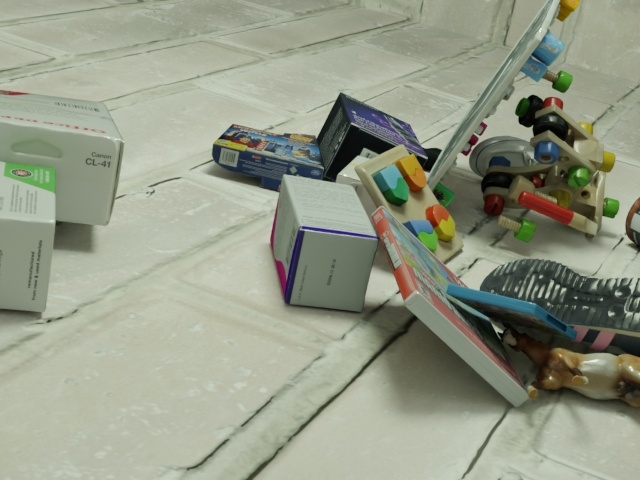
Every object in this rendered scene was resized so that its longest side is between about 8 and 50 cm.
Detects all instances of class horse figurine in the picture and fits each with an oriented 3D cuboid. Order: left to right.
[{"bbox_3d":[0.348,0.168,1.408,0.263,0.066,0.174,8,9,5],"label":"horse figurine"}]

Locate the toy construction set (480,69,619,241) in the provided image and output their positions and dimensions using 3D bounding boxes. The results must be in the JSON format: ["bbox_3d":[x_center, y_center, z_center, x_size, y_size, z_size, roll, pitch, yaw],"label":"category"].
[{"bbox_3d":[0.427,-0.090,1.956,0.237,0.257,0.309,23,33,-8],"label":"toy construction set"}]

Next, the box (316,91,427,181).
[{"bbox_3d":[0.085,-0.161,2.027,0.153,0.108,0.207,23,19,-15],"label":"box"}]

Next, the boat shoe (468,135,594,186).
[{"bbox_3d":[0.414,-0.144,2.228,0.258,0.095,0.084,2,19,-22],"label":"boat shoe"}]

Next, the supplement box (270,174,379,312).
[{"bbox_3d":[0.000,0.000,1.604,0.113,0.111,0.220,7,22,-13],"label":"supplement box"}]

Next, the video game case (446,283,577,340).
[{"bbox_3d":[0.244,0.092,1.457,0.119,0.015,0.166,13,-9,32],"label":"video game case"}]

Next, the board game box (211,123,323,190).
[{"bbox_3d":[-0.077,-0.146,2.014,0.194,0.060,0.194,14,20,5],"label":"board game box"}]

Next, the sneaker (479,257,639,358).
[{"bbox_3d":[0.363,0.111,1.564,0.319,0.131,0.112,13,59,44],"label":"sneaker"}]

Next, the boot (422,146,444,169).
[{"bbox_3d":[0.171,-0.161,2.210,0.099,0.045,0.121,-4,19,-41],"label":"boot"}]

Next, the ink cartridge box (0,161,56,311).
[{"bbox_3d":[-0.470,-0.020,1.383,0.289,0.122,0.211,6,21,-14],"label":"ink cartridge box"}]

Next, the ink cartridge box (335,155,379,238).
[{"bbox_3d":[0.073,-0.066,1.843,0.089,0.092,0.143,17,23,11],"label":"ink cartridge box"}]

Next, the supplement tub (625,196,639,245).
[{"bbox_3d":[0.625,-0.006,1.969,0.106,0.106,0.198,-3,25,-33],"label":"supplement tub"}]

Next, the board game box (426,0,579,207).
[{"bbox_3d":[0.310,-0.246,1.991,0.050,0.390,0.390,34,31,0],"label":"board game box"}]

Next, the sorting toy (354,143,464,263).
[{"bbox_3d":[0.145,-0.052,1.763,0.193,0.038,0.208,59,27,1],"label":"sorting toy"}]

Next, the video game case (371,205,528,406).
[{"bbox_3d":[0.158,0.076,1.464,0.204,0.025,0.285,42,12,-20],"label":"video game case"}]

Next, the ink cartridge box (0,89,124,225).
[{"bbox_3d":[-0.411,-0.128,1.640,0.226,0.131,0.306,7,15,-16],"label":"ink cartridge box"}]
